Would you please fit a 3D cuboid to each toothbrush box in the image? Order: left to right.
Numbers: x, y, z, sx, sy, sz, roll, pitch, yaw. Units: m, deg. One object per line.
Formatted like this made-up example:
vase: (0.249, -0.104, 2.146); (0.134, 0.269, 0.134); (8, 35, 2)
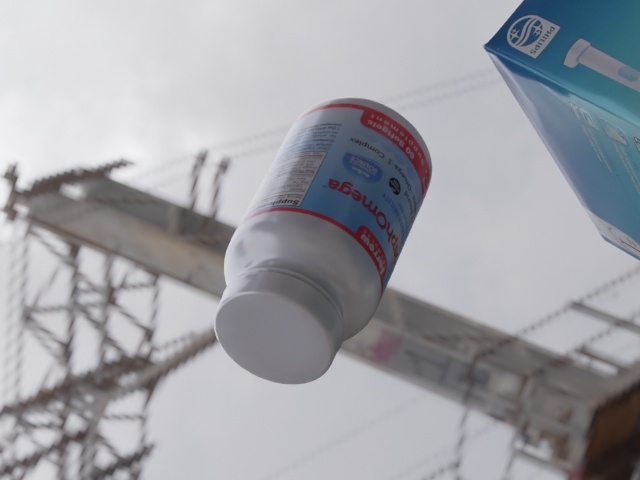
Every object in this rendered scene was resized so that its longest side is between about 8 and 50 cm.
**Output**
toothbrush box: (0.258, -0.032, 0.997); (0.126, 0.295, 0.216); (-49, -40, -7)

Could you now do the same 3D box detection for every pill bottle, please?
pill bottle: (0.000, 0.000, 1.045); (0.160, 0.087, 0.087); (-65, -26, -44)
